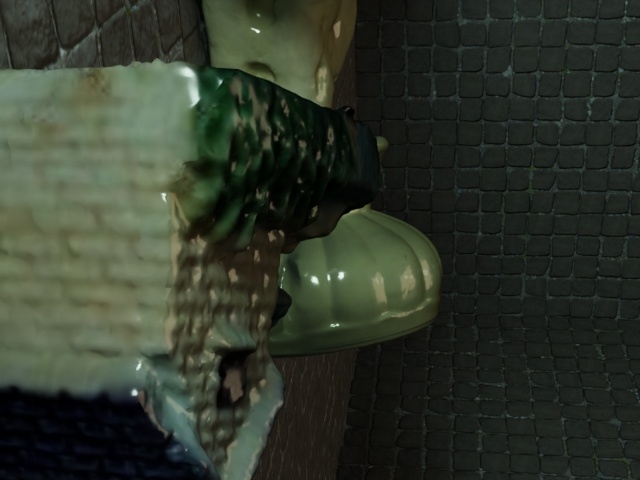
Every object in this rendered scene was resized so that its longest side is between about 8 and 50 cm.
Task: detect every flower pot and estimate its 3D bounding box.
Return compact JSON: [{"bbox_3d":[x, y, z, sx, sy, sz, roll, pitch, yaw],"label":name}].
[{"bbox_3d":[0.000,0.000,1.206,0.307,0.307,0.244,-41,123,-80],"label":"flower pot"}]

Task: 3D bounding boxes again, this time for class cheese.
[{"bbox_3d":[-0.048,-0.259,1.217,0.248,0.173,0.252,-55,145,-61],"label":"cheese"}]

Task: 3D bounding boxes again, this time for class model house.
[{"bbox_3d":[-0.107,0.047,0.613,0.298,0.243,0.284,9,87,-71],"label":"model house"}]
